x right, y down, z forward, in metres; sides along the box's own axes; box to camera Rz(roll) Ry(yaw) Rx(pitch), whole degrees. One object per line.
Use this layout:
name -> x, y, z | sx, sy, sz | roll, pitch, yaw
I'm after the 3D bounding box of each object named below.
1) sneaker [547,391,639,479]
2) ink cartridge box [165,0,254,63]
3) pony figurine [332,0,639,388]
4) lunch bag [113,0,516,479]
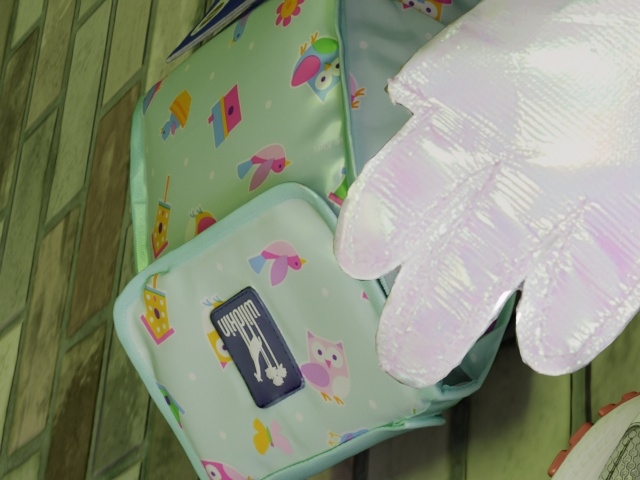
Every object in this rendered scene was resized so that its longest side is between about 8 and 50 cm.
sneaker -> 0.130, 0.169, 0.761 | 0.092, 0.088, 0.225 | 3, 68, 37
ink cartridge box -> 0.025, -0.271, 1.128 | 0.175, 0.069, 0.371 | -27, 26, 55
pony figurine -> 0.232, -0.028, 0.521 | 0.351, 0.303, 0.363 | -46, 10, -28
lunch bag -> 0.000, 0.000, 1.034 | 0.223, 0.160, 0.262 | -31, 50, 47
